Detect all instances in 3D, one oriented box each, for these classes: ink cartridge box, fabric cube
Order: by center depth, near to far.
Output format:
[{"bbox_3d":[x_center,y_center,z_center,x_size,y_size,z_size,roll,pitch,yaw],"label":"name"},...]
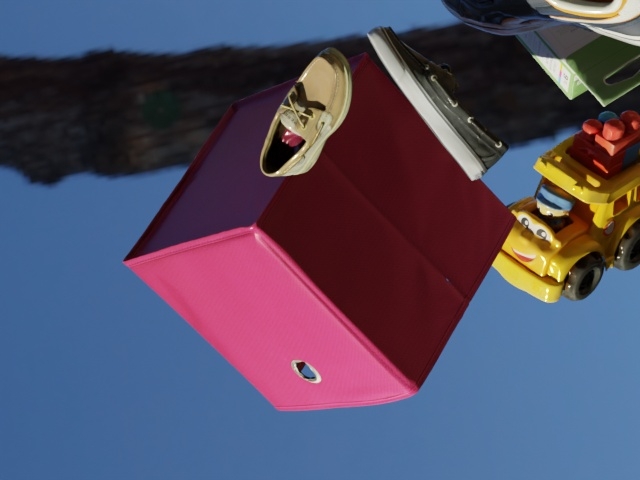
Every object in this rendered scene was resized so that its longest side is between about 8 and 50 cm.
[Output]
[{"bbox_3d":[0.000,0.000,1.873,0.258,0.254,0.259,46,-122,-23],"label":"fabric cube"},{"bbox_3d":[0.321,-0.245,2.130,0.209,0.109,0.062,53,166,26],"label":"ink cartridge box"}]

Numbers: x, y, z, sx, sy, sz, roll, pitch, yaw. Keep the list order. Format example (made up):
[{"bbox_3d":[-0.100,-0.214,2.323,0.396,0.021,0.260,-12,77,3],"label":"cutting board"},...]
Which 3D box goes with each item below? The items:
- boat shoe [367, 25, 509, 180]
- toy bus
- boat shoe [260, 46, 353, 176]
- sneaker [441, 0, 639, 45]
[{"bbox_3d":[0.090,-0.112,1.348,0.142,0.040,0.049,52,-177,-4],"label":"boat shoe"},{"bbox_3d":[0.319,-0.058,2.131,0.220,0.149,0.211,-29,-37,-32],"label":"toy bus"},{"bbox_3d":[-0.013,-0.103,1.482,0.050,0.135,0.045,43,-137,23],"label":"boat shoe"},{"bbox_3d":[0.241,-0.292,1.879,0.127,0.321,0.126,33,-105,-48],"label":"sneaker"}]
